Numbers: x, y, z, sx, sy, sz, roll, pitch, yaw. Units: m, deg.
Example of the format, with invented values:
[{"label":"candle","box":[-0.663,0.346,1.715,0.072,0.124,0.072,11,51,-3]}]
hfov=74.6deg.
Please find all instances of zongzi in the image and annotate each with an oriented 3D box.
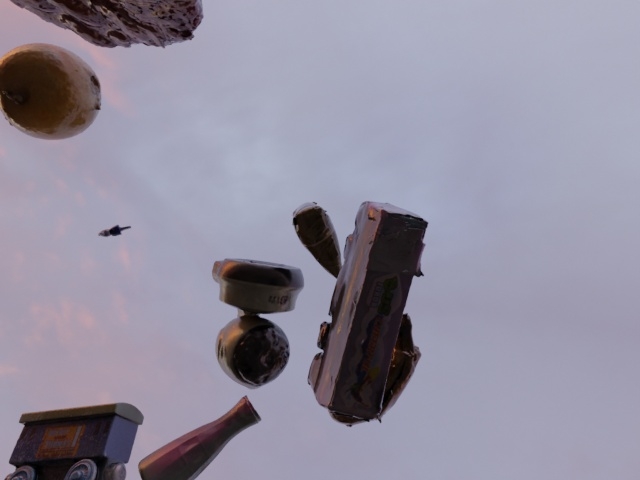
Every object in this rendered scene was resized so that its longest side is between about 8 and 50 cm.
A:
[{"label":"zongzi","box":[0.000,0.000,0.952,0.081,0.189,0.178,-27,-79,0]}]

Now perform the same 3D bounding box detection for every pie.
[{"label":"pie","box":[-0.155,-0.175,0.276,0.155,0.154,0.036,9,-97,18]}]

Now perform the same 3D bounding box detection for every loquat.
[{"label":"loquat","box":[-0.403,-0.220,0.627,0.141,0.141,0.141,3,-81,19]}]

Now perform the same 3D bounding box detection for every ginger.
[{"label":"ginger","box":[0.150,0.333,1.031,0.133,0.107,0.309,39,-104,21]}]

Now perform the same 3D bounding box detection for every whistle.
[{"label":"whistle","box":[-0.552,-0.026,1.128,0.083,0.033,0.029,-17,-87,-19]}]

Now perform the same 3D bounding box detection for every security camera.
[{"label":"security camera","box":[-0.149,0.186,0.947,0.191,0.197,0.277,9,-91,52]}]

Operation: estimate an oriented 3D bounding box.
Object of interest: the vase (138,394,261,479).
[{"label":"vase","box":[-0.211,0.372,0.767,0.214,0.086,0.086,-31,-94,-22]}]

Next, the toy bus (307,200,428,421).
[{"label":"toy bus","box":[0.073,0.096,0.633,0.113,0.138,0.316,14,-90,-8]}]

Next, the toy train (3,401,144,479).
[{"label":"toy train","box":[-0.560,0.483,0.951,0.300,0.201,0.131,-10,-41,11]}]
